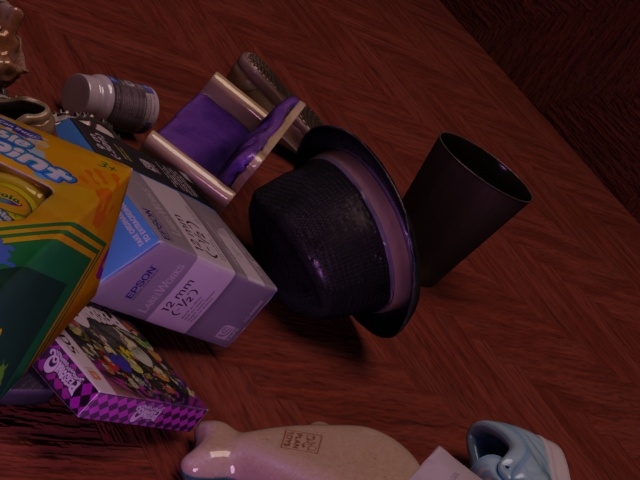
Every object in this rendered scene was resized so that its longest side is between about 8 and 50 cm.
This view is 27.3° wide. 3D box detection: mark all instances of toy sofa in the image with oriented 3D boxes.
[{"bbox_3d":[-0.158,-0.145,1.960,0.150,0.177,0.362,37,23,-4],"label":"toy sofa"}]

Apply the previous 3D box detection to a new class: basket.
[{"bbox_3d":[0.215,-0.045,2.263,0.204,0.227,0.154,29,24,-24],"label":"basket"}]

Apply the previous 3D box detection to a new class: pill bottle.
[{"bbox_3d":[-0.314,-0.206,1.964,0.137,0.078,0.078,8,38,-52],"label":"pill bottle"}]

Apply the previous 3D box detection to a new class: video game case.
[{"bbox_3d":[-0.248,0.116,1.421,0.210,0.042,0.232,45,8,25],"label":"video game case"}]

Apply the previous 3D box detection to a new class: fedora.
[{"bbox_3d":[0.000,0.000,1.890,0.152,0.334,0.334,-17,53,-27],"label":"fedora"}]

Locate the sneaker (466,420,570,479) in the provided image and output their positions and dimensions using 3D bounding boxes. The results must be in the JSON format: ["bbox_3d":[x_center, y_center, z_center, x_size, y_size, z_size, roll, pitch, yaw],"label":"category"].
[{"bbox_3d":[0.256,0.360,1.717,0.150,0.135,0.366,25,17,-13],"label":"sneaker"}]

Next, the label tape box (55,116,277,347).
[{"bbox_3d":[-0.241,-0.023,1.593,0.249,0.115,0.348,50,12,35],"label":"label tape box"}]

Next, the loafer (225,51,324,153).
[{"bbox_3d":[-0.074,-0.215,2.336,0.268,0.092,0.102,48,20,-19],"label":"loafer"}]

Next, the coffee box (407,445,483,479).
[{"bbox_3d":[0.083,0.431,0.993,0.338,0.334,0.337,38,25,13],"label":"coffee box"}]

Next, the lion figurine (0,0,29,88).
[{"bbox_3d":[-0.584,-0.301,1.706,0.392,0.142,0.240,-1,50,-37],"label":"lion figurine"}]

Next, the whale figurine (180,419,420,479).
[{"bbox_3d":[-0.021,0.284,1.461,0.272,0.141,0.216,13,24,1],"label":"whale figurine"}]

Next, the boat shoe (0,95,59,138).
[{"bbox_3d":[-0.440,-0.115,1.440,0.302,0.103,0.113,-3,45,-19],"label":"boat shoe"}]

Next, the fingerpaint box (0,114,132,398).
[{"bbox_3d":[-0.445,-0.029,1.175,0.445,0.163,0.371,22,23,4],"label":"fingerpaint box"}]

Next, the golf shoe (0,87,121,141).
[{"bbox_3d":[-0.366,-0.111,1.722,0.273,0.105,0.120,9,63,-54],"label":"golf shoe"}]

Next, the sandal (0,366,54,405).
[{"bbox_3d":[-0.381,0.133,1.277,0.254,0.054,0.097,7,30,-36],"label":"sandal"}]
